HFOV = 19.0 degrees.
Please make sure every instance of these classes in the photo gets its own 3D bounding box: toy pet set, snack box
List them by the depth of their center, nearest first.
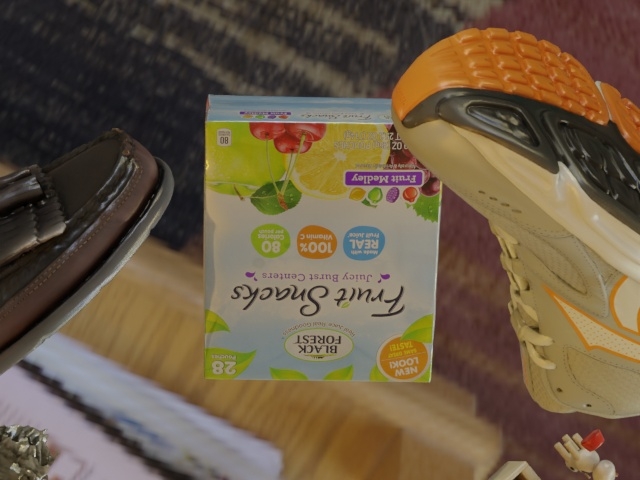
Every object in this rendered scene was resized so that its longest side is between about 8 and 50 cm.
[{"bbox_3d":[0.140,0.187,1.247,0.122,0.114,0.065,-40,95,-15],"label":"toy pet set"},{"bbox_3d":[0.000,0.000,1.418,0.174,0.070,0.207,0,113,-2],"label":"snack box"}]

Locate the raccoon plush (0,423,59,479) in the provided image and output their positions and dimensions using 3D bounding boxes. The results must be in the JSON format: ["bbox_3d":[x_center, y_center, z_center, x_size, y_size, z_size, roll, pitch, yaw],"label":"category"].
[{"bbox_3d":[-0.378,0.133,1.160,0.299,0.446,0.216,6,75,30],"label":"raccoon plush"}]

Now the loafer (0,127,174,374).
[{"bbox_3d":[-0.217,0.034,1.027,0.302,0.109,0.095,-39,118,1],"label":"loafer"}]

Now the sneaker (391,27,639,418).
[{"bbox_3d":[0.108,0.018,0.772,0.262,0.099,0.121,32,121,-34],"label":"sneaker"}]
